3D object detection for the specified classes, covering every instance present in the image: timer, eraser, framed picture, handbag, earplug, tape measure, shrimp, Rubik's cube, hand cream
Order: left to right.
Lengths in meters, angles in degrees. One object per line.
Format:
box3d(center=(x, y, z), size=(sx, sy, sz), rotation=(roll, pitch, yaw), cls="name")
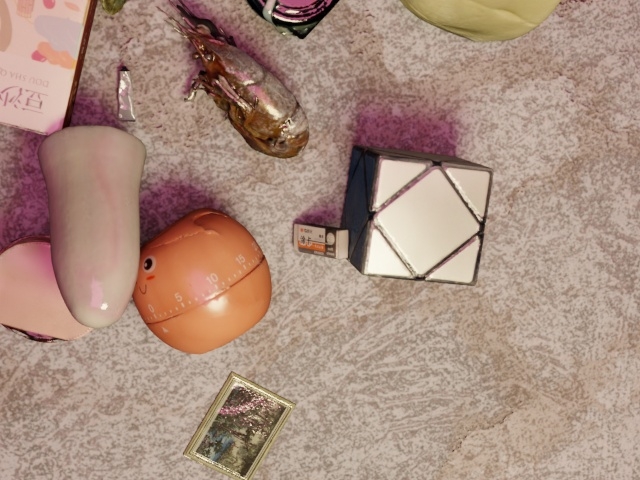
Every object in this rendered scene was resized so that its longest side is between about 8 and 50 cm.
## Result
box3d(center=(-0.459, 0.078, 1.480), size=(0.205, 0.116, 0.179), rotation=(17, 98, -13), cls="handbag")
box3d(center=(-0.350, -0.007, 1.374), size=(0.172, 0.172, 0.301), rotation=(-4, 66, -9), cls="earplug")
box3d(center=(-0.329, -0.248, 1.495), size=(0.030, 0.019, 0.093), rotation=(-2, 108, -12), cls="hand cream")
box3d(center=(-0.199, 0.067, 1.464), size=(0.229, 0.229, 0.215), rotation=(-29, 95, -3), cls="timer")
box3d(center=(-0.150, -0.267, 1.465), size=(0.343, 0.145, 0.116), rotation=(47, 65, -19), cls="shrimp")
box3d(center=(-0.149, 0.352, 1.641), size=(0.142, 0.011, 0.183), rotation=(30, 94, -14), cls="framed picture")
box3d(center=(-0.044, -0.439, 1.460), size=(0.182, 0.107, 0.181), rotation=(-41, 107, -1), cls="tape measure")
box3d(center=(0.000, 0.000, 1.545), size=(0.029, 0.122, 0.052), rotation=(-6, 101, -40), cls="eraser")
box3d(center=(0.157, -0.049, 1.519), size=(0.207, 0.205, 0.205), rotation=(5, 100, -10), cls="Rubik's cube")

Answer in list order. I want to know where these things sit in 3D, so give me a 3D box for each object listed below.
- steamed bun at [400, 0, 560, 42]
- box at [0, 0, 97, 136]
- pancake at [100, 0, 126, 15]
box3d(center=(0.276, -0.454, 1.462), size=(0.290, 0.273, 0.272), rotation=(5, 115, -7), cls="steamed bun")
box3d(center=(-0.529, -0.391, 1.375), size=(0.344, 0.122, 0.386), rotation=(13, 98, -13), cls="box")
box3d(center=(-0.319, -0.415, 1.403), size=(0.022, 0.129, 0.116), rotation=(25, 76, 7), cls="pancake")
